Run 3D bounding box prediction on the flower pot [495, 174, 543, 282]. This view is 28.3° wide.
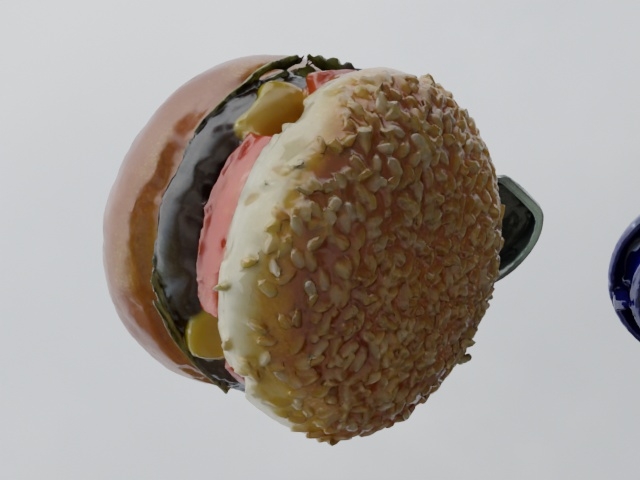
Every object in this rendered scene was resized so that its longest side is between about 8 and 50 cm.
[{"bbox_3d":[0.147,0.013,1.441,0.229,0.103,0.108,-35,2,12],"label":"flower pot"}]

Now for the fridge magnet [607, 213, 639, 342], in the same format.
[{"bbox_3d":[0.523,0.059,1.718,0.113,0.265,0.265,-61,-4,-58],"label":"fridge magnet"}]

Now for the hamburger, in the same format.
[{"bbox_3d":[0.000,0.000,1.102,0.330,0.250,0.330,-16,-65,-38],"label":"hamburger"}]
